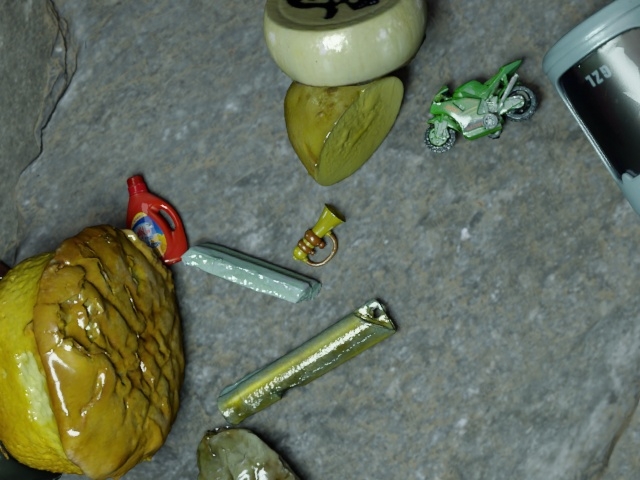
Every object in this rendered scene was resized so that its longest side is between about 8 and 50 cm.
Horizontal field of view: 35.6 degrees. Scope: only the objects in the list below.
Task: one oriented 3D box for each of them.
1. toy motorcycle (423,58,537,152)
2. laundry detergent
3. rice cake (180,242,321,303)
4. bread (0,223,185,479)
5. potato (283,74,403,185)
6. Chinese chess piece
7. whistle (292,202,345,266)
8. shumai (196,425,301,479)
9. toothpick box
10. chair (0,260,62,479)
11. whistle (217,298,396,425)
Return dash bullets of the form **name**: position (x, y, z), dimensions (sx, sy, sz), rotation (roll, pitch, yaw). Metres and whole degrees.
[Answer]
- **toy motorcycle**: position (0.246, -0.212, 1.590), dimensions (0.190, 0.074, 0.106), rotation (-21, 77, 12)
- **laundry detergent**: position (-0.290, -0.035, 1.717), dimensions (0.097, 0.049, 0.165), rotation (-19, 86, 5)
- **rice cake**: position (-0.115, 0.053, 1.661), dimensions (0.226, 0.085, 0.040), rotation (19, 102, 12)
- **bread**: position (-0.358, 0.175, 1.576), dimensions (0.215, 0.398, 0.398), rotation (-10, 88, 21)
- **potato**: position (0.013, -0.207, 1.597), dimensions (0.158, 0.178, 0.204), rotation (36, 111, 26)
- **Chinese chess piece**: position (0.038, -0.342, 1.545), dimensions (0.257, 0.257, 0.104), rotation (-6, 131, 13)
- **whistle**: position (0.000, -0.004, 1.664), dimensions (0.109, 0.057, 0.046), rotation (-54, 35, 16)
- **shumai**: position (-0.123, 0.424, 1.597), dimensions (0.183, 0.185, 0.218), rotation (-18, 99, 20)
- **toothpick box**: position (0.517, -0.183, 1.451), dimensions (0.263, 0.263, 0.355), rotation (-31, 85, 11)
- **chair**: position (-0.557, 0.209, 1.689), dimensions (0.226, 0.226, 0.401), rotation (-2, 89, 13)
- **whistle**: position (-0.026, 0.203, 1.654), dimensions (0.326, 0.057, 0.068), rotation (-32, 84, 11)
